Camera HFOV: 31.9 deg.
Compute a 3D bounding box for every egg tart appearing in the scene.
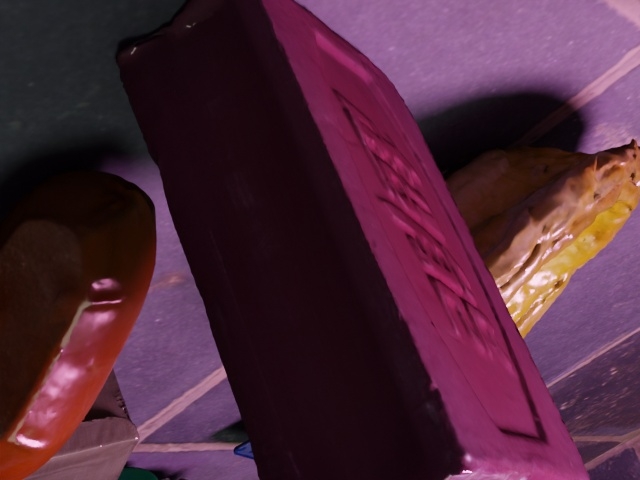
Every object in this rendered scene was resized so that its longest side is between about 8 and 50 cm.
[{"bbox_3d":[0.162,0.018,1.068,0.345,0.132,0.345,-38,160,-17],"label":"egg tart"}]

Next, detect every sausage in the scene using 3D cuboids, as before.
[{"bbox_3d":[-0.207,0.065,0.830,0.133,0.133,0.258,18,101,-55],"label":"sausage"}]

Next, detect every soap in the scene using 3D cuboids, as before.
[{"bbox_3d":[0.019,0.024,0.736,0.128,0.360,0.233,-33,153,20],"label":"soap"}]

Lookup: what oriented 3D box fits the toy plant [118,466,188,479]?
[{"bbox_3d":[-0.262,0.384,1.472,0.232,0.113,0.243,13,131,-45],"label":"toy plant"}]

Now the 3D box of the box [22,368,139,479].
[{"bbox_3d":[-0.299,0.158,0.963,0.231,0.149,0.155,-10,151,-29],"label":"box"}]

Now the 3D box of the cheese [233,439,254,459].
[{"bbox_3d":[0.022,0.216,1.440,0.285,0.074,0.189,-29,153,12],"label":"cheese"}]
